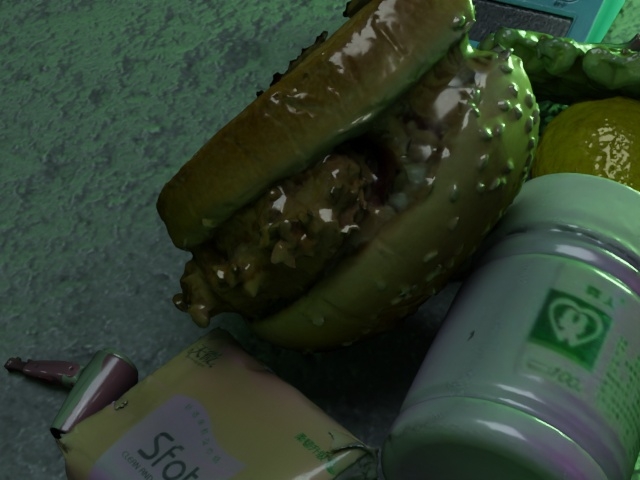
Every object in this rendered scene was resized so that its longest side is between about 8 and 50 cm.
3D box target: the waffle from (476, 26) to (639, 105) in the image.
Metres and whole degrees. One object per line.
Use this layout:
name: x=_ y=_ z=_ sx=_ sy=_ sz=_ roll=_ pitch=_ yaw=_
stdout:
waffle: x=0.333 y=-0.186 z=1.377 sx=0.309 sy=0.292 sz=0.056 roll=11 pitch=91 yaw=11

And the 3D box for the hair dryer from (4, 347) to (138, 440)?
hair dryer: x=-0.278 y=0.154 z=1.261 sx=0.154 sy=0.054 sz=0.106 roll=15 pitch=53 yaw=36

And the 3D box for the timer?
timer: x=0.277 y=-0.327 z=1.620 sx=0.231 sy=0.091 sz=0.250 roll=18 pitch=56 yaw=23

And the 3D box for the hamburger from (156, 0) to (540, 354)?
hamburger: x=-0.005 y=-0.024 z=1.128 sx=0.268 sy=0.445 sz=0.287 roll=48 pitch=52 yaw=-5

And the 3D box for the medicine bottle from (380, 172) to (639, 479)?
medicine bottle: x=0.208 y=0.117 z=1.098 sx=0.212 sy=0.212 sz=0.325 roll=14 pitch=48 yaw=21

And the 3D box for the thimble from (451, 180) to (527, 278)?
thimble: x=0.138 y=-0.046 z=1.318 sx=0.190 sy=0.144 sz=0.137 roll=-16 pitch=46 yaw=-8

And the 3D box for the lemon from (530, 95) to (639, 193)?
lemon: x=0.314 y=-0.062 z=1.283 sx=0.180 sy=0.181 sz=0.193 roll=2 pitch=37 yaw=10

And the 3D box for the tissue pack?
tissue pack: x=-0.095 y=0.219 z=1.105 sx=0.215 sy=0.123 sz=0.256 roll=-35 pitch=41 yaw=-24

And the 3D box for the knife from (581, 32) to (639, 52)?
knife: x=0.414 y=-0.252 z=1.542 sx=0.247 sy=0.018 sz=0.036 roll=-7 pitch=75 yaw=-15
